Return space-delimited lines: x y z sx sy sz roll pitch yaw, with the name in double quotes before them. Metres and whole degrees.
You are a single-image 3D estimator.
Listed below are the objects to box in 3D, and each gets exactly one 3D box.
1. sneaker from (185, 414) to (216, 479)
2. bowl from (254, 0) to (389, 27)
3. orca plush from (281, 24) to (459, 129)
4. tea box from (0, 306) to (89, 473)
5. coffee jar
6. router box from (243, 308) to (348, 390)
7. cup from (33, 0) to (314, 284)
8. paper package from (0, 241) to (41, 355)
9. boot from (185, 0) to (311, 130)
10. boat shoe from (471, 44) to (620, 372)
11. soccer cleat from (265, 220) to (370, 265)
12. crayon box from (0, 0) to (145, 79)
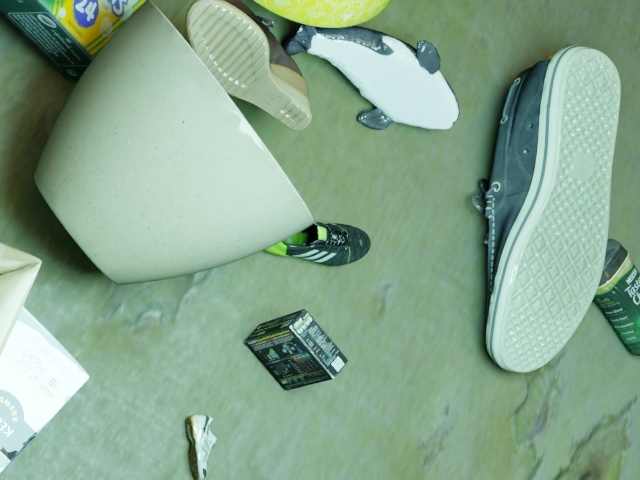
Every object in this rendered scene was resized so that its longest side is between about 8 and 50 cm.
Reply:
"sneaker" -0.147 0.263 1.477 0.037 0.032 0.083 0 80 -30
"bowl" 0.001 -0.456 1.604 0.289 0.156 0.290 11 56 -16
"orca plush" 0.074 -0.254 1.715 0.287 0.102 0.151 11 118 -18
"tea box" -0.456 0.189 1.139 0.220 0.329 0.323 47 60 -13
"coffee jar" 0.489 0.090 1.862 0.184 0.079 0.096 49 60 -12
"router box" -0.033 0.144 1.519 0.092 0.122 0.038 50 55 -12
"cup" -0.199 -0.083 1.392 0.237 0.331 0.331 -37 100 -2
"paper package" -0.371 0.130 0.820 0.168 0.325 0.310 28 66 -22
"boot" -0.110 -0.263 1.508 0.248 0.090 0.207 45 14 -43
"boat shoe" 0.331 -0.048 1.764 0.186 0.156 0.500 14 84 -32
"soccer cleat" 0.000 0.000 1.599 0.178 0.072 0.060 5 77 -30
"crayon box" -0.287 -0.391 1.456 0.203 0.083 0.323 50 51 -56
